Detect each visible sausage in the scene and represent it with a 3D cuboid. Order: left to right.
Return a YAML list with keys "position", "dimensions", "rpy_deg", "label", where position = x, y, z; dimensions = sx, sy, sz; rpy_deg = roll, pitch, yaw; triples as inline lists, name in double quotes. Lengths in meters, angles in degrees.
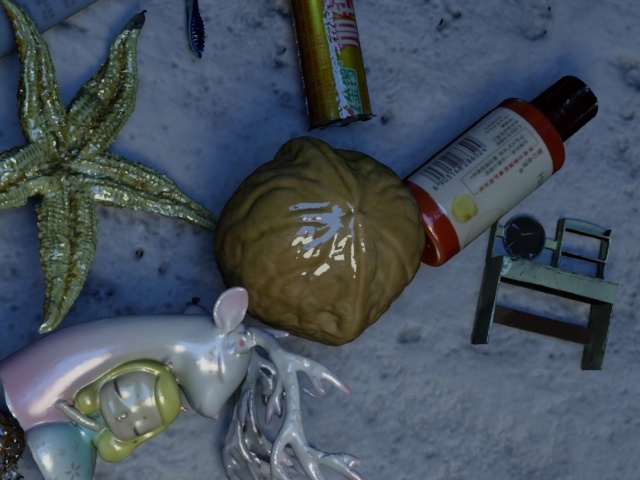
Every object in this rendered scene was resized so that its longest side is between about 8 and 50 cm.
- position: [-0.005, -0.310, 1.567]
  dimensions: [0.082, 0.082, 0.372]
  rpy_deg: [-8, 85, -16]
  label: "sausage"

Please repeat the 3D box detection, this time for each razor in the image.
- position: [-0.136, -0.280, 1.552]
  dimensions: [0.028, 0.044, 0.155]
  rpy_deg: [5, 83, 16]
  label: "razor"

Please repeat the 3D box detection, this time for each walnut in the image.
- position: [0.000, 0.000, 1.450]
  dimensions: [0.228, 0.228, 0.228]
  rpy_deg: [2, 82, -15]
  label: "walnut"

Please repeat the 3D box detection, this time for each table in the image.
- position: [0.265, 0.051, 1.601]
  dimensions: [0.146, 0.062, 0.175]
  rpy_deg: [14, 81, -13]
  label: "table"

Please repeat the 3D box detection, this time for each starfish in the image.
- position: [-0.272, -0.089, 1.428]
  dimensions: [0.358, 0.078, 0.347]
  rpy_deg: [-16, 90, -43]
  label: "starfish"

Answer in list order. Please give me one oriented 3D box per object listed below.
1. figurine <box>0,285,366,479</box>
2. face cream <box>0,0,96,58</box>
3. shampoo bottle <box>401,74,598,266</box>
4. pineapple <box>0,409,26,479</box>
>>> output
- position: [-0.132, 0.185, 1.415]
  dimensions: [0.315, 0.206, 0.284]
  rpy_deg: [-25, 91, -7]
  label: "figurine"
- position: [-0.338, -0.251, 1.465]
  dimensions: [0.385, 0.086, 0.135]
  rpy_deg: [-40, 98, -19]
  label: "face cream"
- position: [0.204, -0.091, 1.578]
  dimensions: [0.278, 0.104, 0.104]
  rpy_deg: [-38, 94, -17]
  label: "shampoo bottle"
- position: [-0.389, 0.178, 1.395]
  dimensions: [0.221, 0.083, 0.103]
  rpy_deg: [41, 78, -6]
  label: "pineapple"
